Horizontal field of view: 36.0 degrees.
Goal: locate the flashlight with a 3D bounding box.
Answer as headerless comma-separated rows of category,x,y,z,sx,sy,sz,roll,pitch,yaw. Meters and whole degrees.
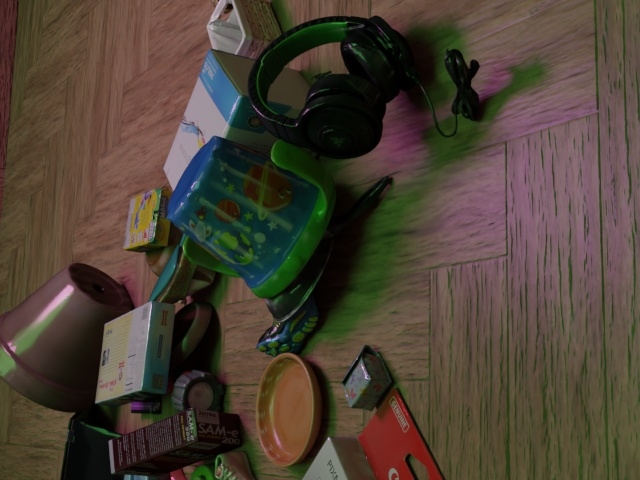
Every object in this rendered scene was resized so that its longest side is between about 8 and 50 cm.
flashlight,-0.315,0.314,2.098,0.304,0.103,0.103,0,81,56

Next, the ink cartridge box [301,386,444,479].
ink cartridge box,0.085,0.414,1.481,0.261,0.066,0.296,-61,38,31

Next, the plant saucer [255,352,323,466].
plant saucer,-0.052,0.300,1.747,0.200,0.037,0.199,-20,65,54

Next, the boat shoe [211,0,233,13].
boat shoe,-0.221,-0.539,2.192,0.135,0.050,0.045,-102,33,-45

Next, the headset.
headset,0.060,-0.252,1.510,0.394,0.185,0.243,19,63,29

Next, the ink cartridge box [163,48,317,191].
ink cartridge box,-0.141,-0.179,1.842,0.270,0.198,0.197,-63,36,26

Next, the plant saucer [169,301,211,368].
plant saucer,-0.296,0.195,2.093,0.168,0.029,0.168,-39,27,24

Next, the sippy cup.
sippy cup,-0.129,-0.054,1.668,0.305,0.224,0.240,-55,17,12

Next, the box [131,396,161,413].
box,-0.405,0.324,2.305,0.116,0.029,0.162,-12,74,55

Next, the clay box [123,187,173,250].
clay box,-0.388,-0.044,2.247,0.222,0.053,0.127,-9,73,62

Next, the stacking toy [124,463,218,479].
stacking toy,-0.322,0.531,2.035,0.279,0.130,0.309,-62,38,29

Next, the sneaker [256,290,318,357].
sneaker,-0.055,0.152,1.774,0.188,0.067,0.078,-51,22,42

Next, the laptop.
laptop,-0.524,0.631,2.436,0.408,0.236,0.381,-155,74,-86

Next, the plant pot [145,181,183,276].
plant pot,-0.365,-0.031,2.293,0.236,0.032,0.236,-32,54,57

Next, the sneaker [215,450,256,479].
sneaker,-0.160,0.455,1.853,0.051,0.070,0.134,-58,40,30

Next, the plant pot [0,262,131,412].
plant pot,-0.624,0.221,2.460,0.280,0.323,0.323,-51,40,13

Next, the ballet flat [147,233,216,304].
ballet flat,-0.257,0.031,2.062,0.348,0.123,0.123,-62,37,29

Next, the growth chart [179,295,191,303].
growth chart,-0.284,0.013,2.191,0.237,0.021,0.172,-60,37,34

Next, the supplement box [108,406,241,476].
supplement box,-0.288,0.401,1.943,0.239,0.130,0.073,-26,62,30

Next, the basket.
basket,-0.150,-0.413,1.997,0.113,0.103,0.167,-53,41,38

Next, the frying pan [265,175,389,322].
frying pan,-0.009,0.024,1.670,0.326,0.053,0.197,-39,27,51

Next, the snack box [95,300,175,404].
snack box,-0.404,0.251,2.126,0.322,0.060,0.187,-24,58,58

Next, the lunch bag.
lunch bag,0.067,0.217,1.565,0.071,0.053,0.083,-60,29,29
